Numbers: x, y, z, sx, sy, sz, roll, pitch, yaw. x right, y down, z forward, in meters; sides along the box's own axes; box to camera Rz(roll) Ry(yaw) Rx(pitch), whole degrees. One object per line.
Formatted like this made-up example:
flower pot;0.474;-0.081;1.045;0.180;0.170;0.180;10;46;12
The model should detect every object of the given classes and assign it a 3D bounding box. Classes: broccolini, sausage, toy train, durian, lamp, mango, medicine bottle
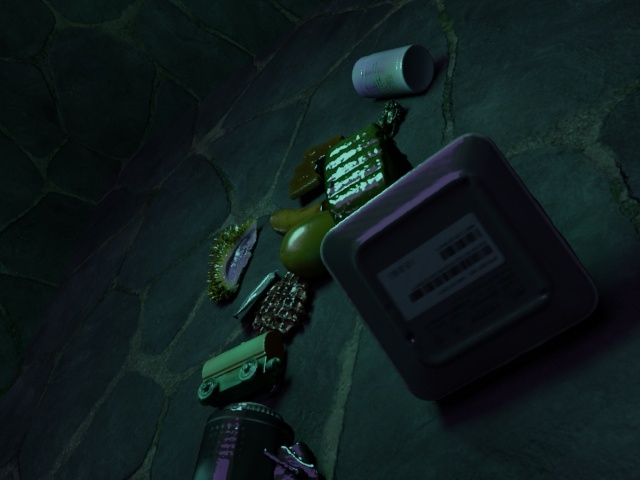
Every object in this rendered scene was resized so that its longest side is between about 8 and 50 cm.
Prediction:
broccolini;0.169;-0.288;1.792;0.078;0.074;0.392;-16;42;51
sausage;-0.053;-0.061;1.797;0.270;0.109;0.109;-7;51;46
toy train;-0.214;0.348;1.541;0.285;0.116;0.177;-30;36;28
durian;-0.337;0.063;1.995;0.191;0.112;0.341;-14;48;39
lamp;-0.179;0.498;1.251;0.374;0.205;0.272;-24;41;7
mango;0.000;0.000;1.625;0.251;0.114;0.156;-38;74;1
medicine bottle;0.239;-0.561;1.928;0.254;0.152;0.152;12;65;54

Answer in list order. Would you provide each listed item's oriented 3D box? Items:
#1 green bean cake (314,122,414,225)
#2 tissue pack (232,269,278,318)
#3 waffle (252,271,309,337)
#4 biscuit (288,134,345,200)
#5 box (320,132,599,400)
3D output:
green bean cake;0.141;-0.076;1.358;0.218;0.335;0.319;-34;30;20
tissue pack;-0.197;0.162;1.747;0.193;0.026;0.122;-49;1;-11
waffle;-0.113;0.192;1.646;0.221;0.055;0.234;-40;28;17
biscuit;-0.014;-0.248;1.983;0.301;0.043;0.278;-52;30;-18
box;0.248;0.056;1.086;0.396;0.397;0.111;-37;-7;19
